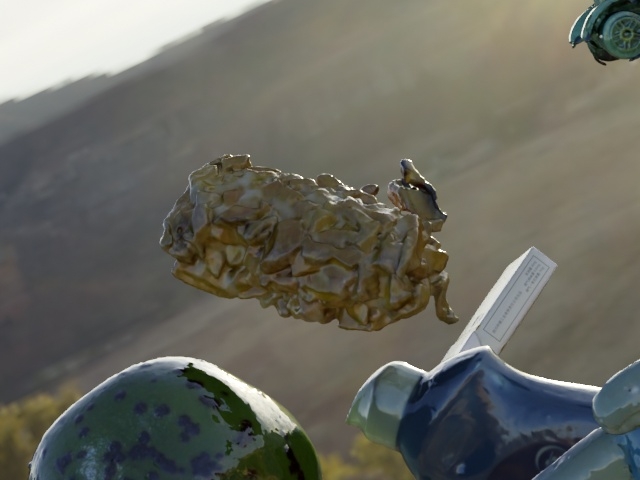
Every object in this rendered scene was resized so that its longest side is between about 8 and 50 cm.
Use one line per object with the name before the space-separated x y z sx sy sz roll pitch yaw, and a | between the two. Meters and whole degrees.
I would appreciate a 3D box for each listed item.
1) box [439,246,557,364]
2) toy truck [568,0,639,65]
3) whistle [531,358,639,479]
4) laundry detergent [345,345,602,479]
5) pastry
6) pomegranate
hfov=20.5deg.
box | 0.179 0.084 1.824 0.154 0.040 0.084 -53 3 -20
toy truck | 0.225 -0.172 1.117 0.154 0.078 0.080 -27 4 2
whistle | 0.162 0.058 0.659 0.235 0.077 0.114 -40 -41 24
laundry detergent | 0.161 0.169 1.451 0.290 0.143 0.094 18 30 14
pastry | 0.000 0.000 1.469 0.250 0.102 0.154 11 34 20
pomegranate | -0.105 0.225 1.419 0.254 0.254 0.270 -28 39 -23
